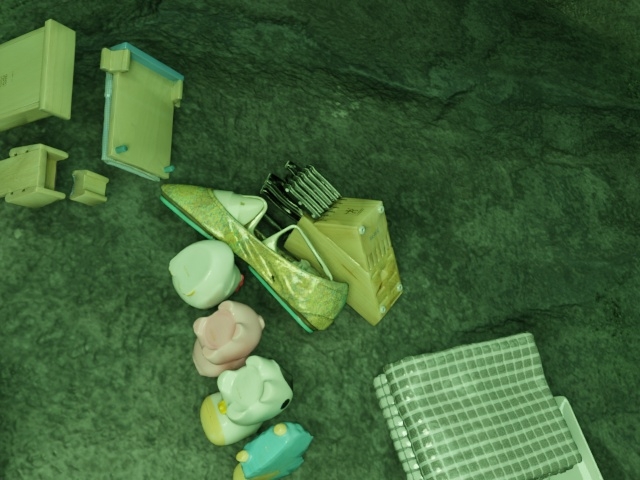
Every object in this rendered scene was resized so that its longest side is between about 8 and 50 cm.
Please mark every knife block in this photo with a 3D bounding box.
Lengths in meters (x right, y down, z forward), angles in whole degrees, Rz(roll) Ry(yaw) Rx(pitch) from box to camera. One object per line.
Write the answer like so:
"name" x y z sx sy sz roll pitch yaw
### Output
"knife block" 0.000 0.000 1.225 0.088 0.242 0.275 -44 129 -40

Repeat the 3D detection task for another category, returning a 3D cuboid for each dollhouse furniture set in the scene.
"dollhouse furniture set" -0.382 -0.161 1.138 0.303 0.198 0.286 19 67 -56

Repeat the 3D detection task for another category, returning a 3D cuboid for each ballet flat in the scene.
"ballet flat" -0.097 -0.001 1.131 0.348 0.123 0.123 42 48 1

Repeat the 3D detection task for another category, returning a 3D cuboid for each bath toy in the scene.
"bath toy" -0.122 0.163 1.003 0.129 0.151 0.348 34 28 -59

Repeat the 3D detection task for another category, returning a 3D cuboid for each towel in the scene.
"towel" 0.250 0.277 1.100 0.284 0.121 0.235 -9 62 -23

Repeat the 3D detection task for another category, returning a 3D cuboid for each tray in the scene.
"tray" 0.408 0.398 1.177 0.145 0.030 0.270 -1 58 -28
